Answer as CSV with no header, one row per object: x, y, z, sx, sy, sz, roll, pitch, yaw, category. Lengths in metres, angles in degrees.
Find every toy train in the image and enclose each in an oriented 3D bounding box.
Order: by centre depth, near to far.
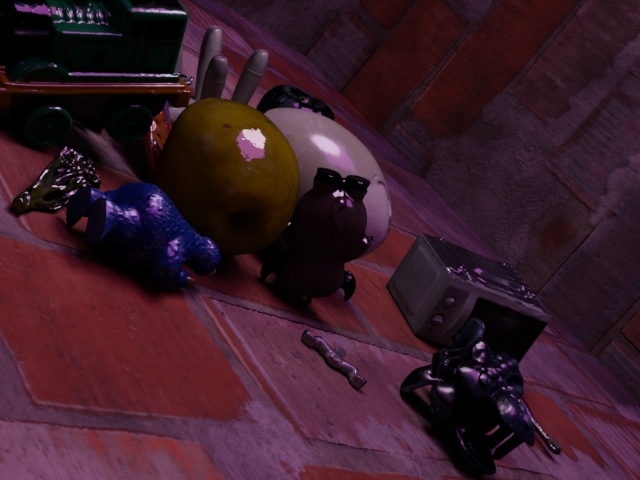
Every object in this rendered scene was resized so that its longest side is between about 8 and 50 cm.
-0.380,-0.299,1.601,0.429,0.249,0.178,-6,44,-39,toy train

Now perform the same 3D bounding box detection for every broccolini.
-0.393,-0.080,1.430,0.068,0.091,0.202,0,14,23,broccolini

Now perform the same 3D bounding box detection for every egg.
-0.013,-0.095,1.948,0.336,0.278,0.278,34,14,4,egg

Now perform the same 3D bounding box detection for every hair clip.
0.282,0.272,1.807,0.206,0.194,0.310,45,13,-6,hair clip

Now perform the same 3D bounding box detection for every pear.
-0.159,-0.114,1.692,0.253,0.253,0.307,28,24,-38,pear

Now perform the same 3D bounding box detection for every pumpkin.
-0.070,-0.325,2.723,0.233,0.163,0.233,26,19,-10,pumpkin

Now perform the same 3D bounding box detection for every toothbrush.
0.424,0.343,2.224,0.041,0.041,0.364,26,20,-42,toothbrush

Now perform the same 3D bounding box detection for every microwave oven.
0.340,0.130,2.273,0.295,0.181,0.237,20,23,-27,microwave oven

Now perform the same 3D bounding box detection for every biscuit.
-0.306,-0.209,1.868,0.183,0.043,0.280,72,4,-45,biscuit

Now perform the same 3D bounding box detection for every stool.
-0.248,-0.345,2.171,0.195,0.199,0.195,29,30,26,stool

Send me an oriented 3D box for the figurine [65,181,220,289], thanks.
-0.240,-0.013,1.458,0.164,0.121,0.262,45,13,31,figurine

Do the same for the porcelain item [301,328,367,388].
0.028,0.196,1.703,0.136,0.021,0.075,41,15,5,porcelain item

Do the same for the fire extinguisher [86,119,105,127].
-0.509,-0.333,1.750,0.376,0.113,0.200,34,16,-24,fire extinguisher

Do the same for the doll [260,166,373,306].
0.001,-0.001,1.776,0.182,0.257,0.117,13,24,-11,doll
